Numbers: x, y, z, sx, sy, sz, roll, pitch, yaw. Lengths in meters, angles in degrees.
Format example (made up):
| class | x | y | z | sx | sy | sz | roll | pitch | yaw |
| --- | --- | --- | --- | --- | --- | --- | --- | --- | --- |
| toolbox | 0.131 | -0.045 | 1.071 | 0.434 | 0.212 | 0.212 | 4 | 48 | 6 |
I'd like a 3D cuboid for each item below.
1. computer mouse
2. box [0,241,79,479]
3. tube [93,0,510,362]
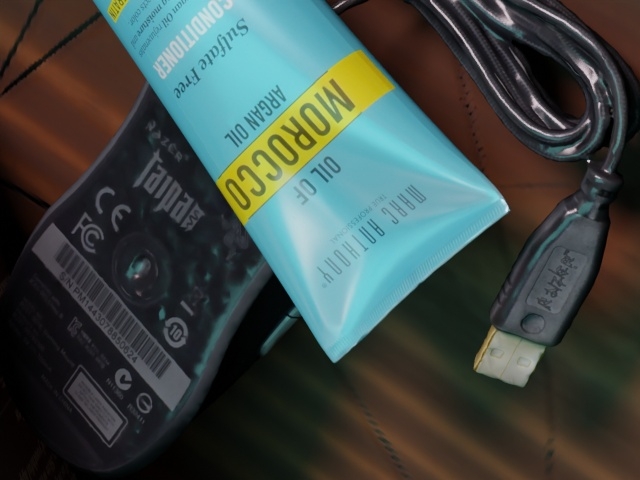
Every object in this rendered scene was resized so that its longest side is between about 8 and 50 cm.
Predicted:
| class | x | y | z | sx | sy | sz | roll | pitch | yaw |
| --- | --- | --- | --- | --- | --- | --- | --- | --- | --- |
| computer mouse | 0.000 | 0.000 | 0.532 | 0.184 | 0.060 | 0.262 | 41 | 115 | 21 |
| box | -0.169 | 0.132 | 0.598 | 0.143 | 0.191 | 0.381 | -18 | 100 | 2 |
| tube | -0.030 | -0.067 | 0.483 | 0.207 | 0.052 | 0.080 | 53 | 126 | 9 |
